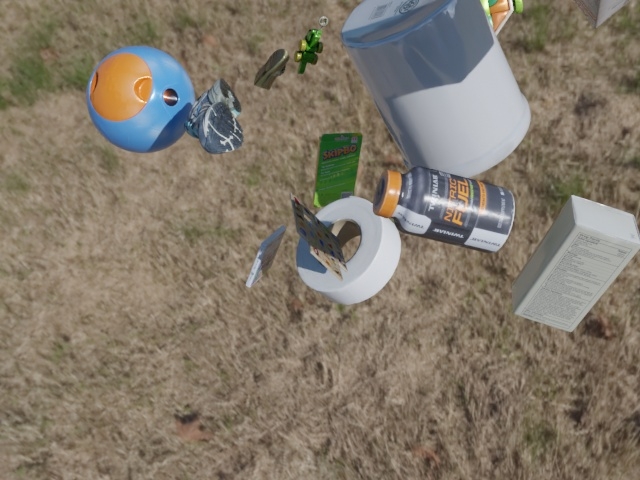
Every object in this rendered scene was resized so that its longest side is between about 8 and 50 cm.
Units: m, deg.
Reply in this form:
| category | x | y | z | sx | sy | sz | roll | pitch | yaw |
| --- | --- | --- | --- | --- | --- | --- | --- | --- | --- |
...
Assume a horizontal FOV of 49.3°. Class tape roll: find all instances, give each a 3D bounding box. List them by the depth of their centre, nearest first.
| category | x | y | z | sx | sy | sz | roll | pitch | yaw |
| --- | --- | --- | --- | --- | --- | --- | --- | --- | --- |
| tape roll | 0.074 | 0.026 | 1.903 | 0.286 | 0.100 | 0.286 | -20 | 53 | 29 |

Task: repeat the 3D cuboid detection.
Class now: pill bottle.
| category | x | y | z | sx | sy | sz | roll | pitch | yaw |
| --- | --- | --- | --- | --- | --- | --- | --- | --- | --- |
| pill bottle | 0.225 | -0.062 | 1.308 | 0.245 | 0.130 | 0.130 | 12 | 54 | -10 |

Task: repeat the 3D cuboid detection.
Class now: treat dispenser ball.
| category | x | y | z | sx | sy | sz | roll | pitch | yaw |
| --- | --- | --- | --- | --- | --- | --- | --- | --- | --- |
| treat dispenser ball | -0.487 | -0.382 | 1.902 | 0.288 | 0.288 | 0.288 | -7 | 53 | 10 |

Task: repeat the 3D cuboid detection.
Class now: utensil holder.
| category | x | y | z | sx | sy | sz | roll | pitch | yaw |
| --- | --- | --- | --- | --- | --- | --- | --- | --- | --- |
| utensil holder | 0.266 | -0.381 | 1.602 | 0.327 | 0.385 | 0.328 | -22 | 37 | 18 |

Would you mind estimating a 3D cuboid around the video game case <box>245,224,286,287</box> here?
| category | x | y | z | sx | sy | sz | roll | pitch | yaw |
| --- | --- | --- | --- | --- | --- | --- | --- | --- | --- |
| video game case | -0.151 | 0.042 | 1.950 | 0.019 | 0.143 | 0.157 | 27 | 25 | 8 |

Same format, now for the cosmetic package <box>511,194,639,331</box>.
| category | x | y | z | sx | sy | sz | roll | pitch | yaw |
| --- | --- | --- | --- | --- | --- | --- | --- | --- | --- |
| cosmetic package | 0.585 | 0.061 | 1.629 | 0.160 | 0.309 | 0.113 | 18 | 41 | -4 |

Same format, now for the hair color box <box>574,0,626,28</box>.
| category | x | y | z | sx | sy | sz | roll | pitch | yaw |
| --- | --- | --- | --- | --- | --- | --- | --- | --- | --- |
| hair color box | 0.433 | -0.430 | 0.966 | 0.185 | 0.374 | 0.114 | -37 | 82 | 19 |

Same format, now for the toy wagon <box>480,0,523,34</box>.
| category | x | y | z | sx | sy | sz | roll | pitch | yaw |
| --- | --- | --- | --- | --- | --- | --- | --- | --- | --- |
| toy wagon | 0.400 | -0.625 | 1.863 | 0.267 | 0.345 | 0.068 | -11 | 12 | 8 |

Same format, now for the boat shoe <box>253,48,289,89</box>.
| category | x | y | z | sx | sy | sz | roll | pitch | yaw |
| --- | --- | --- | --- | --- | --- | --- | --- | --- | --- |
| boat shoe | -0.112 | -0.418 | 1.717 | 0.153 | 0.048 | 0.056 | -32 | 43 | 51 |

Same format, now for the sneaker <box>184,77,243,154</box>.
| category | x | y | z | sx | sy | sz | roll | pitch | yaw |
| --- | --- | --- | --- | --- | --- | --- | --- | --- | --- |
| sneaker | -0.251 | -0.259 | 1.595 | 0.122 | 0.110 | 0.283 | -30 | 29 | 17 |

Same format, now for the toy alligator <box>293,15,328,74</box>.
| category | x | y | z | sx | sy | sz | roll | pitch | yaw |
| --- | --- | --- | --- | --- | --- | --- | --- | --- | --- |
| toy alligator | -0.023 | -0.489 | 1.711 | 0.056 | 0.190 | 0.051 | 2 | 57 | -22 |

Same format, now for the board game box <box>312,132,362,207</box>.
| category | x | y | z | sx | sy | sz | roll | pitch | yaw |
| --- | --- | --- | --- | --- | --- | --- | --- | --- | --- |
| board game box | 0.047 | -0.210 | 2.053 | 0.124 | 0.259 | 0.039 | -4 | 44 | -13 |

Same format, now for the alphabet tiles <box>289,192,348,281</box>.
| category | x | y | z | sx | sy | sz | roll | pitch | yaw |
| --- | --- | --- | --- | --- | --- | --- | --- | --- | --- |
| alphabet tiles | 0.000 | 0.000 | 1.734 | 0.009 | 0.198 | 0.237 | -38 | 30 | 15 |
